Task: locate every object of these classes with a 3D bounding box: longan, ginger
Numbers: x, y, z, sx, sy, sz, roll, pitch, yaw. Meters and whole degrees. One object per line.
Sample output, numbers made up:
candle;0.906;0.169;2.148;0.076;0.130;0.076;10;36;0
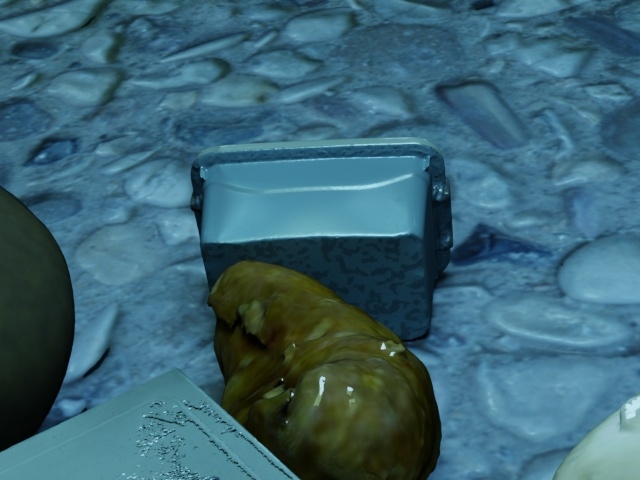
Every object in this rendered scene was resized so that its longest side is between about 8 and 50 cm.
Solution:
longan;-0.334;0.068;1.155;0.297;0.297;0.297;-4;33;3
ginger;-0.004;0.125;1.112;0.165;0.172;0.321;-37;21;-3

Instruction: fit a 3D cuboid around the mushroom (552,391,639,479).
mushroom;0.232;0.222;0.832;0.315;0.356;0.315;-1;70;3

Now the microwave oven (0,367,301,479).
microwave oven;-0.148;0.251;0.918;0.295;0.181;0.237;-25;36;-26

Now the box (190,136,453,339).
box;0.000;0.000;1.299;0.226;0.162;0.130;-1;44;7
